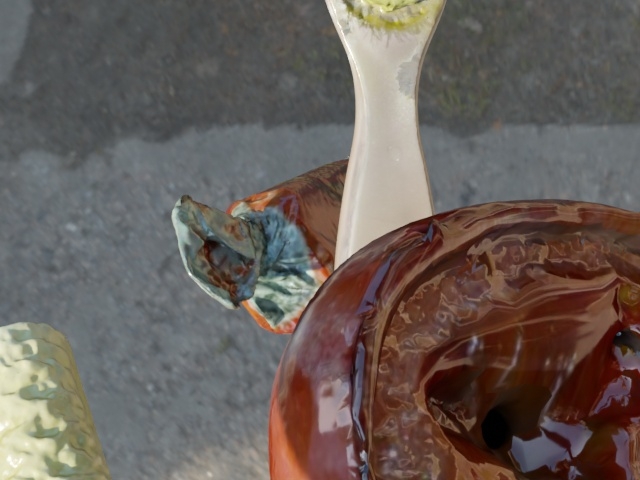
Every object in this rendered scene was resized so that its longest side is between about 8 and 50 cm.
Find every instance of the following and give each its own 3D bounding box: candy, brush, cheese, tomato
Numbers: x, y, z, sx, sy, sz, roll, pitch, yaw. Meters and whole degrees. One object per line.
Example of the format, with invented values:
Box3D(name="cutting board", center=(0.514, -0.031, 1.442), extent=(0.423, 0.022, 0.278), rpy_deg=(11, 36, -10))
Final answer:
Box3D(name="candy", center=(0.001, 0.000, 0.733), extent=(0.059, 0.292, 0.086), rpy_deg=(-37, 82, 22))
Box3D(name="brush", center=(0.030, -0.095, 0.601), extent=(0.072, 0.067, 0.312), rpy_deg=(0, 93, 2))
Box3D(name="cheese", center=(-0.212, 0.157, 0.991), extent=(0.094, 0.123, 0.167), rpy_deg=(-17, 64, -12))
Box3D(name="tomato", center=(0.065, 0.097, 0.445), extent=(0.101, 0.228, 0.227), rpy_deg=(-27, 51, 46))
